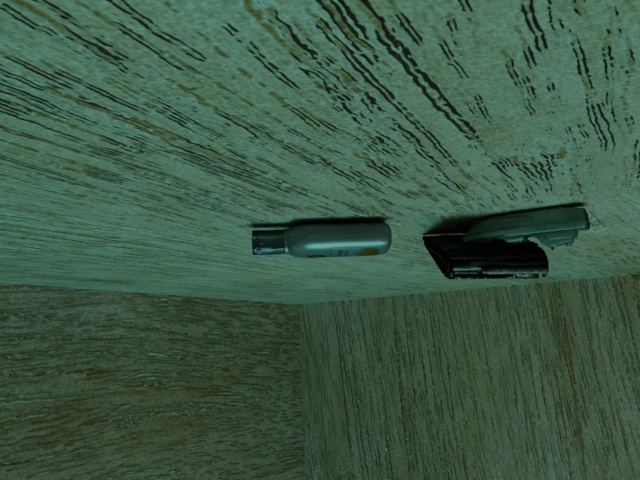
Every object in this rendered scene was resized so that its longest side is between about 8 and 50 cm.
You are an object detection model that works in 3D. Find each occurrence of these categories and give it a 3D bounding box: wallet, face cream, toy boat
[{"bbox_3d":[0.362,0.031,1.512,0.220,0.072,0.262,-4,-164,-3],"label":"wallet"},{"bbox_3d":[0.000,0.000,1.421,0.291,0.071,0.144,-1,170,-8],"label":"face cream"},{"bbox_3d":[0.425,-0.016,1.400,0.260,0.085,0.078,-8,171,29],"label":"toy boat"}]
